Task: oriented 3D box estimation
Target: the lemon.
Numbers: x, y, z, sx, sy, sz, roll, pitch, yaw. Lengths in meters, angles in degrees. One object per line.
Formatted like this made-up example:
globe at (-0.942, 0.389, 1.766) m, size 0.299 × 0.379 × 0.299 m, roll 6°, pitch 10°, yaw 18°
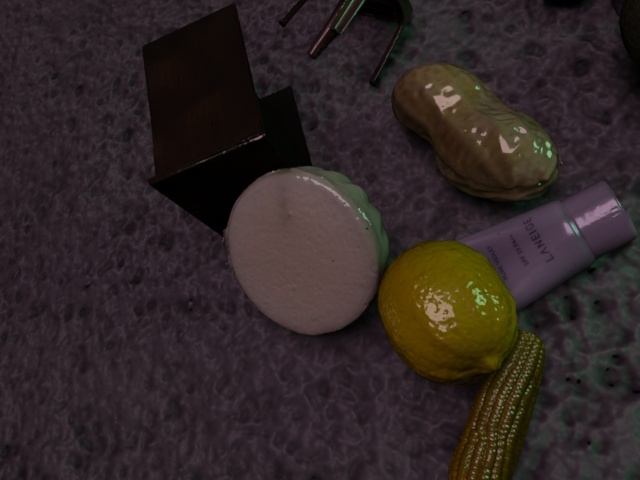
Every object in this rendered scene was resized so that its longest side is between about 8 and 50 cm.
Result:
lemon at (0.166, 0.093, 0.717) m, size 0.193 × 0.180 × 0.180 m, roll 42°, pitch 88°, yaw 23°

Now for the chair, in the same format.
chair at (0.093, -0.484, 1.002) m, size 0.183 × 0.175 × 0.327 m, roll 32°, pitch 90°, yaw 38°

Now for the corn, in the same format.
corn at (0.236, 0.231, 0.715) m, size 0.080 × 0.080 × 0.231 m, roll 18°, pitch 72°, yaw 26°

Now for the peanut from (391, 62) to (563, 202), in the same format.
peanut at (0.228, -0.174, 0.846) m, size 0.149 × 0.149 × 0.313 m, roll -37°, pitch 61°, yaw 4°

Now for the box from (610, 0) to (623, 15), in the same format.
box at (0.489, -0.413, 0.847) m, size 0.050 × 0.117 × 0.036 m, roll -19°, pitch 61°, yaw 11°

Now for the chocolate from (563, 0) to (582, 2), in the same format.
chocolate at (0.441, -0.474, 0.898) m, size 0.080 × 0.125 × 0.149 m, roll 26°, pitch 76°, yaw 11°

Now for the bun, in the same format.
bun at (0.000, 0.000, 0.857) m, size 0.263 × 0.175 × 0.263 m, roll 10°, pitch 112°, yaw 26°

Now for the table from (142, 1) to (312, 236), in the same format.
table at (-0.153, -0.193, 0.937) m, size 0.196 × 0.250 × 0.282 m, roll -21°, pitch 64°, yaw 14°

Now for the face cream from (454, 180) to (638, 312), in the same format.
face cream at (0.293, 0.021, 0.776) m, size 0.273 × 0.096 × 0.154 m, roll -32°, pitch 64°, yaw 22°

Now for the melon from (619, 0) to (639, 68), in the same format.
melon at (0.559, -0.295, 0.702) m, size 0.301 × 0.237 × 0.238 m, roll 31°, pitch 83°, yaw 26°
